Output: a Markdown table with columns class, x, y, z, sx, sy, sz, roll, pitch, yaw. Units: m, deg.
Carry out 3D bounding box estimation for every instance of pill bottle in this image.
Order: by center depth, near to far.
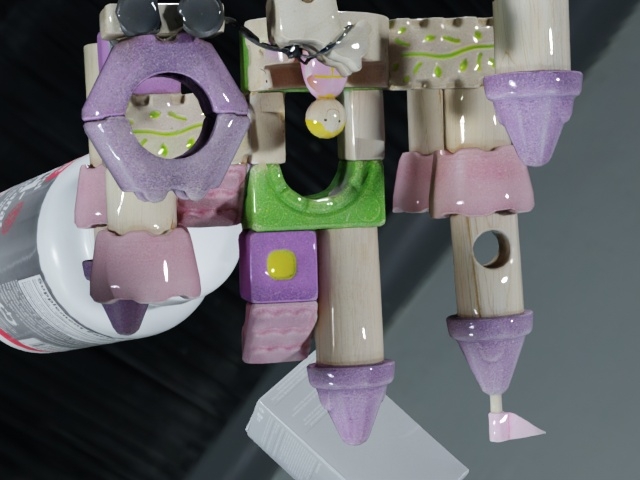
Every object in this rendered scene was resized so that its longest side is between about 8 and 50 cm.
| class | x | y | z | sx | sy | sz | roll | pitch | yaw |
| --- | --- | --- | --- | --- | --- | --- | --- | --- | --- |
| pill bottle | -0.204 | 0.009 | 1.456 | 0.318 | 0.176 | 0.176 | -14 | 53 | 56 |

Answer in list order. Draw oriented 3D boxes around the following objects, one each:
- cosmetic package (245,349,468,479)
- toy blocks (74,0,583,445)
| class | x | y | z | sx | sy | sz | roll | pitch | yaw |
| --- | --- | --- | --- | --- | --- | --- | --- | --- | --- |
| cosmetic package | 0.042 | 0.249 | 1.830 | 0.238 | 0.107 | 0.127 | 45 | 59 | 13 |
| toy blocks | 0.000 | 0.000 | 0.916 | 0.309 | 0.289 | 0.260 | -173 | 80 | -78 |
